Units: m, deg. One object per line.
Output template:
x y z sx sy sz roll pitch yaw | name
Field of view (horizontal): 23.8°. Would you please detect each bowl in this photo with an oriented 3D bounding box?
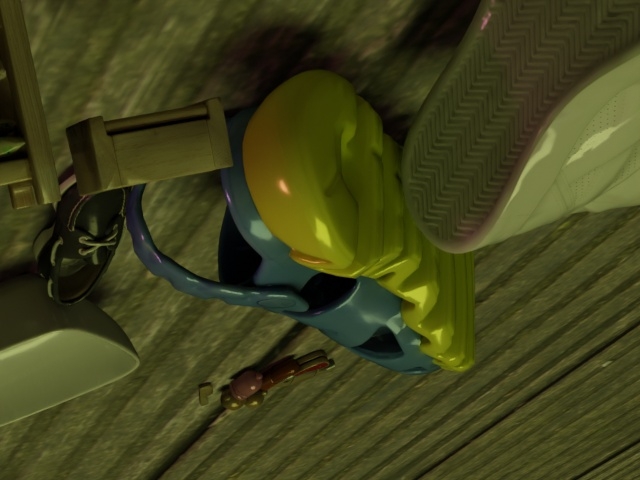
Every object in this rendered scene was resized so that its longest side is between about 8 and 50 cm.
-0.198 0.070 0.949 0.142 0.053 0.142 -24 160 7 | bowl

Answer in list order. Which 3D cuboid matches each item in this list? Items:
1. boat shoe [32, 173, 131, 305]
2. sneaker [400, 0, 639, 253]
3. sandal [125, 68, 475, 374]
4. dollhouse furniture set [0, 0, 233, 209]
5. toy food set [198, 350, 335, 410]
-0.130 -0.003 0.842 0.046 0.038 0.125 -8 157 -32 | boat shoe
0.169 -0.112 0.733 0.169 0.108 0.292 -11 151 -35 | sneaker
0.000 0.000 0.859 0.138 0.126 0.317 -10 155 22 | sandal
-0.156 -0.059 0.641 0.182 0.101 0.161 -13 -176 -22 | dollhouse furniture set
-0.042 0.122 1.292 0.122 0.019 0.078 -17 161 -9 | toy food set
